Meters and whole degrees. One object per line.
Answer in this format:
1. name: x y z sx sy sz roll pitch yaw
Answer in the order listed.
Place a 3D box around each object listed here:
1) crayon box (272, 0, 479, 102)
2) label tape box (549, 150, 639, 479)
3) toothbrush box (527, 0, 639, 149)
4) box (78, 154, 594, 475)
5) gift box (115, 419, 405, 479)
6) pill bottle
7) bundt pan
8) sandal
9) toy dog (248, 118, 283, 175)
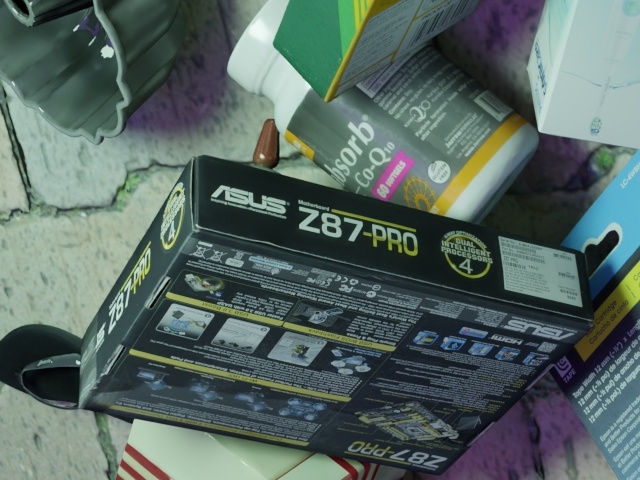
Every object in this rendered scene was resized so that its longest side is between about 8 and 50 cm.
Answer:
1. crayon box: 0.093 -0.277 1.589 0.083 0.203 0.323 48 148 13
2. label tape box: 0.357 0.116 1.738 0.249 0.115 0.347 -55 52 38
3. toothbrush box: 0.312 -0.223 1.545 0.216 0.126 0.295 8 121 -4
4. box: 0.008 0.085 1.748 0.395 0.097 0.318 13 140 -20
5. gift box: -0.050 0.274 2.010 0.258 0.255 0.276 34 131 23
6. pill bottle: 0.057 -0.124 1.780 0.278 0.162 0.162 39 128 8
7. bundt pan: -0.257 -0.266 1.871 0.331 0.124 0.331 38 150 27
8. sandal: -0.289 0.164 2.208 0.254 0.054 0.097 12 120 25
9. toy dog: 0.000 0.000 1.874 0.220 0.161 0.334 15 164 40
